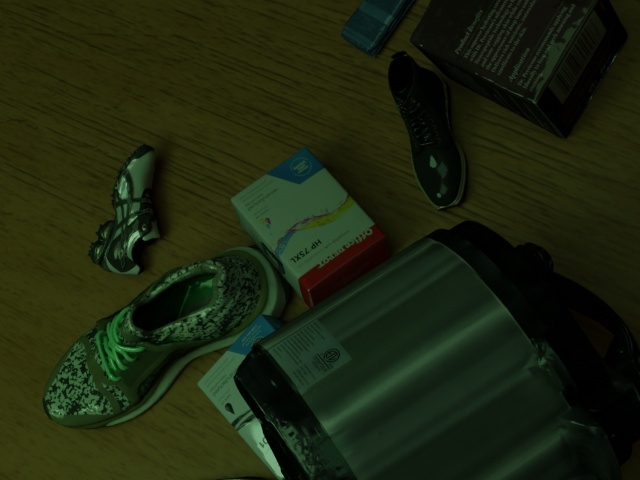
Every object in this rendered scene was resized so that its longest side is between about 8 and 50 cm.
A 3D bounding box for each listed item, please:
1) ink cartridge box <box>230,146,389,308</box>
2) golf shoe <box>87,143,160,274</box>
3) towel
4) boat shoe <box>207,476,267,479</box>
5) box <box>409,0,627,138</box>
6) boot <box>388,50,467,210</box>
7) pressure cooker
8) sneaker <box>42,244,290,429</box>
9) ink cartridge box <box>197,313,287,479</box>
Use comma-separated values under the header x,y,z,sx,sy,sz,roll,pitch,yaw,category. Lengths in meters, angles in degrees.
x,y,z,sx,sy,sz,roll,pitch,yaw,category
0.000,0.000,1.784,0.134,0.078,0.231,-36,65,-12,ink cartridge box
-0.269,-0.042,1.946,0.094,0.077,0.198,21,94,15,golf shoe
0.085,-0.326,1.868,0.067,0.029,0.119,36,95,26,towel
-0.131,0.352,1.807,0.135,0.050,0.045,-13,77,31,boat shoe
0.260,-0.265,1.700,0.203,0.167,0.168,33,93,26,box
0.133,-0.146,1.747,0.077,0.137,0.198,-18,72,20,boot
0.157,0.185,1.510,0.420,0.375,0.370,-33,74,-10,pressure cooker
-0.251,0.124,1.833,0.410,0.182,0.158,-35,67,14,sneaker
-0.052,0.216,1.781,0.139,0.082,0.190,-48,63,8,ink cartridge box
